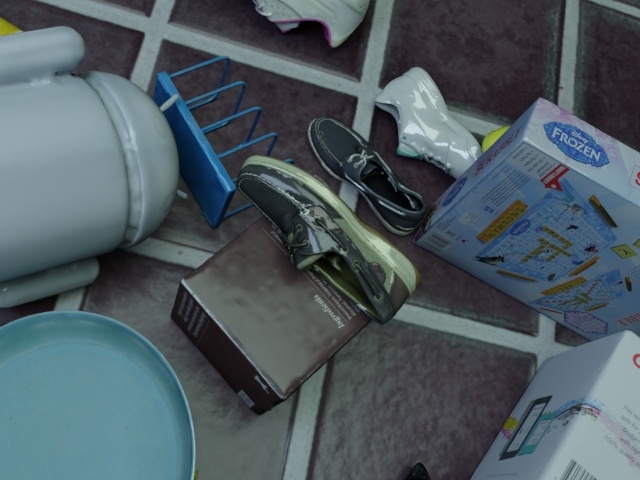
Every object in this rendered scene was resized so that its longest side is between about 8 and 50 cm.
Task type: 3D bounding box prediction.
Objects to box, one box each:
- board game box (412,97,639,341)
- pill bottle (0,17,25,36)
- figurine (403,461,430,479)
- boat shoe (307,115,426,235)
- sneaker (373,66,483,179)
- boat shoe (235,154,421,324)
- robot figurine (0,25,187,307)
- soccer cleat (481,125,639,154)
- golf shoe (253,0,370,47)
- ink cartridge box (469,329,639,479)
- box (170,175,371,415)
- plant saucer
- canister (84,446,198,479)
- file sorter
[{"bbox_3d":[0.312,0.002,0.917,0.317,0.319,0.066,29,66,-4],"label":"board game box"},{"bbox_3d":[-0.405,-0.245,0.955,0.116,0.065,0.065,31,67,-2],"label":"pill bottle"},{"bbox_3d":[0.059,0.378,0.855,0.214,0.092,0.210,-11,66,-17],"label":"figurine"},{"bbox_3d":[0.066,-0.098,1.025,0.075,0.065,0.206,-40,84,-23],"label":"boat shoe"},{"bbox_3d":[0.156,-0.134,1.066,0.094,0.080,0.212,-33,78,-7],"label":"sneaker"},{"bbox_3d":[0.000,0.001,0.782,0.223,0.080,0.073,37,61,-4],"label":"boat shoe"},{"bbox_3d":[-0.299,-0.070,0.799,0.353,0.300,0.199,-17,38,-36],"label":"robot figurine"},{"bbox_3d":[0.348,-0.114,1.041,0.289,0.121,0.094,9,69,-29],"label":"soccer cleat"},{"bbox_3d":[-0.072,-0.364,1.040,0.306,0.140,0.115,19,26,-10],"label":"golf shoe"},{"bbox_3d":[0.320,0.282,0.886,0.198,0.197,0.270,40,67,2],"label":"ink cartridge box"},{"bbox_3d":[-0.039,0.067,0.884,0.203,0.168,0.167,-40,85,-23],"label":"box"},{"bbox_3d":[-0.274,0.230,0.775,0.317,0.044,0.318,-3,68,8],"label":"plant saucer"},{"bbox_3d":[-0.211,0.316,0.806,0.126,0.073,0.170,15,70,-8],"label":"canister"},{"bbox_3d":[-0.125,-0.127,0.959,0.104,0.118,0.170,-27,80,-24],"label":"file sorter"}]
